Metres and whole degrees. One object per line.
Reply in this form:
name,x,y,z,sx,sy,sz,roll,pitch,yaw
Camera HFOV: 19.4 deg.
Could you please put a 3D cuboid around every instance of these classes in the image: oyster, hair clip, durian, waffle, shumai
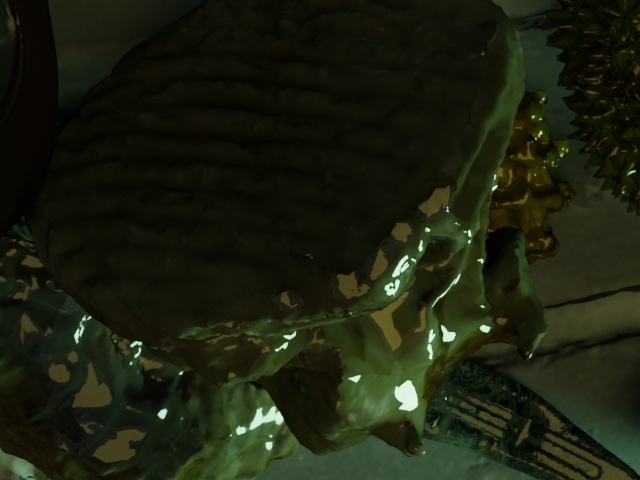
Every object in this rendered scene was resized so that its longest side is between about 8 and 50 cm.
oyster,-0.167,0.070,1.197,0.166,0.110,0.341,-41,112,5
hair clip,0.139,0.137,1.316,0.229,0.036,0.066,28,94,-8
durian,0.248,-0.103,1.167,0.200,0.176,0.237,-40,103,-42
waffle,0.055,-0.033,1.234,0.229,0.051,0.231,-46,111,4
shumai,0.000,0.000,1.135,0.314,0.267,0.262,-7,143,22

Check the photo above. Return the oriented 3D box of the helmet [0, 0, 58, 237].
helmet,-0.268,-0.111,1.058,0.271,0.197,0.338,-9,82,13
